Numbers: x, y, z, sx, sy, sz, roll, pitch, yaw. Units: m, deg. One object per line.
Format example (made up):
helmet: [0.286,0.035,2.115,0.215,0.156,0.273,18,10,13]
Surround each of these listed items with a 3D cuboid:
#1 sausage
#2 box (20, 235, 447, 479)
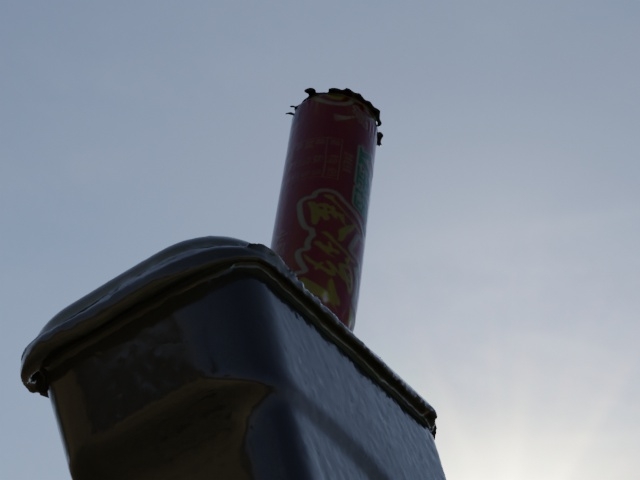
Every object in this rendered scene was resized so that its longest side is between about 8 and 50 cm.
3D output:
sausage: [0.000,0.000,1.065,0.083,0.264,0.083,4,-43,4]
box: [-0.013,0.136,0.709,0.138,0.178,0.274,-31,-37,14]
